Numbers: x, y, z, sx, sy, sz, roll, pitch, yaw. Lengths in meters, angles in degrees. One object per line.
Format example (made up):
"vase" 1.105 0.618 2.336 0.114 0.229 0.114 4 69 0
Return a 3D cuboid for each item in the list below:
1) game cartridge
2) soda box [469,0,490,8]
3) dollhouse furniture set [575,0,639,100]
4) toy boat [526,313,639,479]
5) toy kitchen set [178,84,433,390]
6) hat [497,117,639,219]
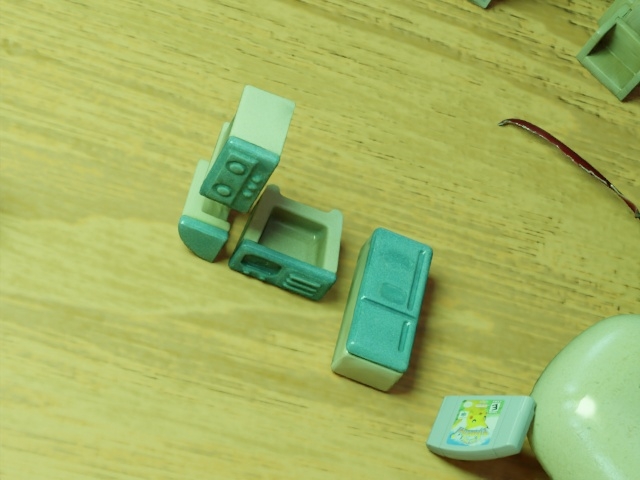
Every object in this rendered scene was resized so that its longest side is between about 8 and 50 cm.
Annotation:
"game cartridge" 0.124 0.147 1.570 0.017 0.083 0.056 51 48 -39
"soda box" 0.172 -0.357 1.848 0.091 0.098 0.286 27 56 -5
"dollhouse furniture set" 0.443 -0.196 1.717 0.303 0.355 0.174 44 55 5
"toy boat" 0.330 0.149 1.628 0.267 0.148 0.318 45 63 11
"toy kitchen set" 0.000 0.000 1.542 0.207 0.166 0.122 21 57 -10
"hat" 0.306 -0.042 1.767 0.173 0.208 0.183 -35 35 -15
